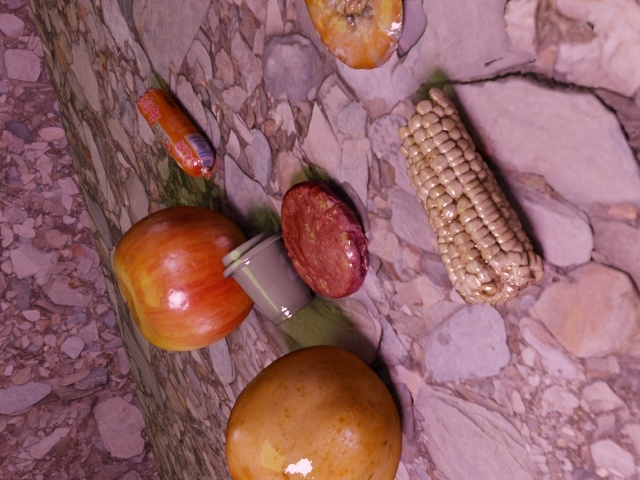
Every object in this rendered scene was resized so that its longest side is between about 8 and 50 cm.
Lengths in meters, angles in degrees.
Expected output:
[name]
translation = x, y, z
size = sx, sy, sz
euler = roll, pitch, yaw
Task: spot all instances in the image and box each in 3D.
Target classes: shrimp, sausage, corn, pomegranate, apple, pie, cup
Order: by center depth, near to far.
[corn]
translation = 0.133, -0.038, 0.535
size = 0.211, 0.087, 0.087
euler = 64, 148, 11
[shrimp]
translation = 0.031, -0.276, 0.587
size = 0.132, 0.051, 0.188
euler = -30, 90, 46
[pomegranate]
translation = -0.010, 0.286, 0.788
size = 0.264, 0.264, 0.265
euler = 34, 135, 42
[pie]
translation = 0.000, 0.000, 0.792
size = 0.182, 0.049, 0.183
euler = 37, 139, 42
[cup]
translation = -0.083, 0.063, 0.900
size = 0.141, 0.120, 0.120
euler = 57, 148, 3
[apple]
translation = -0.247, 0.070, 1.035
size = 0.286, 0.232, 0.286
euler = 41, 144, 40
[sausage]
translation = -0.268, -0.198, 1.056
size = 0.234, 0.071, 0.071
euler = 50, 144, 27
